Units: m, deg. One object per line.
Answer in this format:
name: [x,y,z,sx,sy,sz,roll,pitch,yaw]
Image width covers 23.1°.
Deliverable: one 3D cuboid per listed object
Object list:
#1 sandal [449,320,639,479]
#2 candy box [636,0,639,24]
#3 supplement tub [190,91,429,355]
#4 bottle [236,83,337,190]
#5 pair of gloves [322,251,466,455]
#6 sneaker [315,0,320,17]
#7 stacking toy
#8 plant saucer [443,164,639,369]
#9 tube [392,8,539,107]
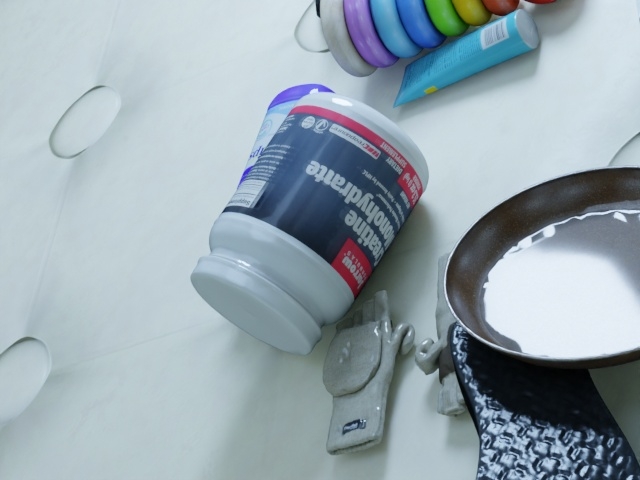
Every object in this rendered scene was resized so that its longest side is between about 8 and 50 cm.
sandal: [0.222,0.220,1.494,0.167,0.107,0.446,-13,36,9]
candy box: [0.456,-0.287,1.761,0.196,0.070,0.165,-23,43,27]
supplement tub: [-0.012,-0.021,1.855,0.191,0.191,0.272,12,63,48]
bottle: [-0.050,-0.069,2.021,0.118,0.092,0.283,-10,50,44]
pair of gloves: [0.108,0.124,1.740,0.240,0.042,0.204,-27,45,26]
sneaker: [0.096,-0.378,2.170,0.281,0.162,0.106,139,133,-67]
stacking toy: [0.171,-0.313,2.015,0.330,0.141,0.141,-12,48,27]
plant saucer: [0.281,0.032,1.586,0.310,0.050,0.311,-14,35,10]
tube: [0.180,-0.232,1.995,0.207,0.052,0.080,-21,31,36]
